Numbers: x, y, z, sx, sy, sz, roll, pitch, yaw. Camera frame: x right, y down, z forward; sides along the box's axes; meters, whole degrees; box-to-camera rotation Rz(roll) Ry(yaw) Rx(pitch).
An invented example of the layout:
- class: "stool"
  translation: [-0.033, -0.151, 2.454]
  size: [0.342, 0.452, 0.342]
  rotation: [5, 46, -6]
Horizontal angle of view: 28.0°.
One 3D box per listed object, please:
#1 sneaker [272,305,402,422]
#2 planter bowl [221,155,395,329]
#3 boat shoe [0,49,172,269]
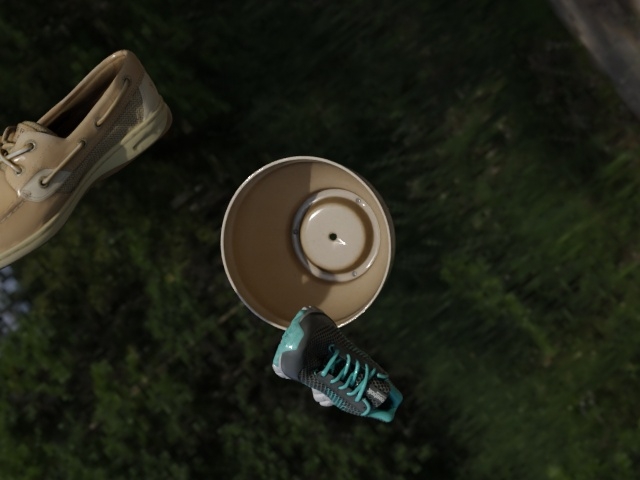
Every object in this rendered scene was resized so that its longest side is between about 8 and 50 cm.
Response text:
- class: "sneaker"
  translation: [0.020, 0.103, 1.022]
  size: [0.076, 0.065, 0.166]
  rotation: [24, 171, 28]
- class: "planter bowl"
  translation: [0.000, 0.000, 1.209]
  size: [0.162, 0.162, 0.109]
  rotation: [52, -164, 6]
- class: "boat shoe"
  translation: [-0.323, -0.088, 1.458]
  size: [0.121, 0.341, 0.110]
  rotation: [17, 144, 45]
